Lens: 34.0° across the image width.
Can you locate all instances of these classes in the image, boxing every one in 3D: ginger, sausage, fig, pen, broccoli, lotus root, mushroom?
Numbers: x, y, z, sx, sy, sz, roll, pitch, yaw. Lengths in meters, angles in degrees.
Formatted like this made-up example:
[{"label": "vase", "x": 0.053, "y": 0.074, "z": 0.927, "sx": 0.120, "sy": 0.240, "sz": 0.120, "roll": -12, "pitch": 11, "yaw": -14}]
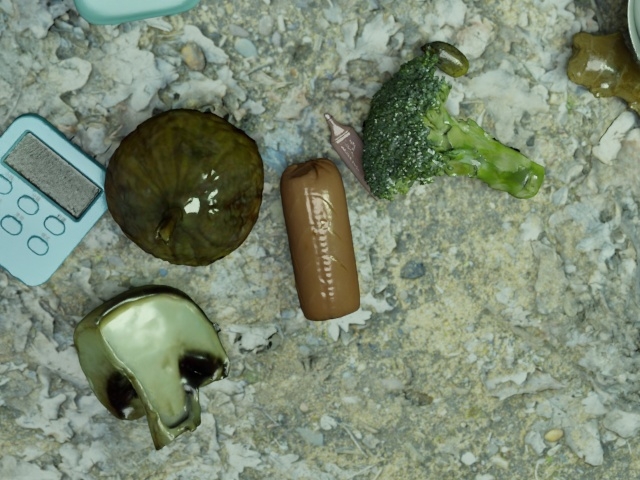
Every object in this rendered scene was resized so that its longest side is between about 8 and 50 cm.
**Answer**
[{"label": "ginger", "x": 0.571, "y": -0.278, "z": 1.961, "sx": 0.294, "sy": 0.086, "sz": 0.131, "roll": 45, "pitch": 74, "yaw": -21}, {"label": "sausage", "x": 0.000, "y": -0.001, "z": 1.951, "sx": 0.121, "sy": 0.121, "sz": 0.304, "roll": -10, "pitch": 105, "yaw": -4}, {"label": "fig", "x": -0.233, "y": -0.058, "z": 1.786, "sx": 0.286, "sy": 0.369, "sz": 0.286, "roll": -1, "pitch": 116, "yaw": -3}, {"label": "pen", "x": 0.065, "y": -0.161, "z": 1.959, "sx": 0.053, "sy": 0.032, "sz": 0.197, "roll": -35, "pitch": 109, "yaw": 5}, {"label": "broccoli", "x": 0.237, "y": -0.148, "z": 1.905, "sx": 0.361, "sy": 0.221, "sz": 0.252, "roll": 38, "pitch": 66, "yaw": -22}, {"label": "lotus root", "x": 0.229, "y": -0.336, "z": 1.915, "sx": 0.099, "sy": 0.054, "sz": 0.049, "roll": 30, "pitch": 107, "yaw": -15}, {"label": "mushroom", "x": -0.314, "y": 0.224, "z": 1.984, "sx": 0.217, "sy": 0.212, "sz": 0.292, "roll": -40, "pitch": 98, "yaw": -40}]

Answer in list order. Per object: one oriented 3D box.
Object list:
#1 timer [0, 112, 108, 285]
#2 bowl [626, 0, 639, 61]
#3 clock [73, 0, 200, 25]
[{"label": "timer", "x": -0.519, "y": -0.075, "z": 1.885, "sx": 0.232, "sy": 0.091, "sz": 0.250, "roll": 39, "pitch": 95, "yaw": -15}, {"label": "bowl", "x": 0.676, "y": -0.440, "z": 1.877, "sx": 0.345, "sy": 0.157, "sz": 0.345, "roll": -4, "pitch": 111, "yaw": -11}, {"label": "clock", "x": -0.323, "y": -0.512, "z": 1.780, "sx": 0.223, "sy": 0.094, "sz": 0.274, "roll": -9, "pitch": 105, "yaw": -5}]
